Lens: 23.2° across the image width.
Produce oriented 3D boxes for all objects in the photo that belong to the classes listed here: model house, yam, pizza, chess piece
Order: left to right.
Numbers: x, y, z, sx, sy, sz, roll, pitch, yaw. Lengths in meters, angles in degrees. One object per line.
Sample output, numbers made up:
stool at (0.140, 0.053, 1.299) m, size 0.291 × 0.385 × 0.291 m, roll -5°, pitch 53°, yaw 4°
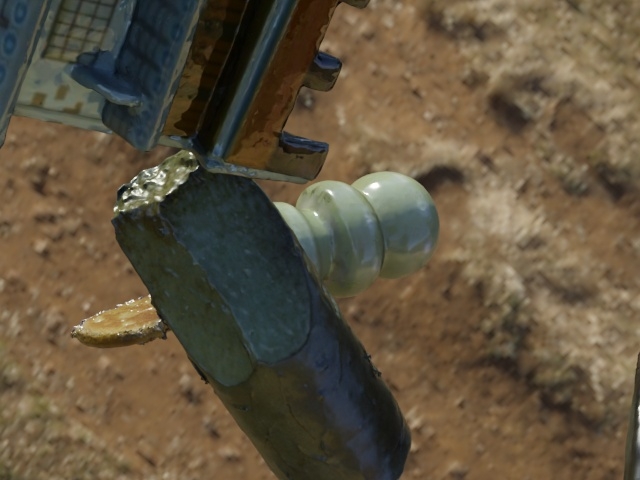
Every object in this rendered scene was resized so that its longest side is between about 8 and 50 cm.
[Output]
model house at (-0.093, -0.159, 0.802) m, size 0.215 × 0.224 × 0.198 m, roll 11°, pitch 27°, yaw -31°
pizza at (-0.139, 0.069, 1.217) m, size 0.100 × 0.099 × 0.029 m, roll -23°, pitch 105°, yaw -14°
yam at (-0.033, 0.063, 1.007) m, size 0.259 × 0.106 × 0.106 m, roll 57°, pitch 33°, yaw -27°
chess piece at (0.000, 0.000, 1.482) m, size 0.251 × 0.144 × 0.144 m, roll -16°, pitch 63°, yaw -30°

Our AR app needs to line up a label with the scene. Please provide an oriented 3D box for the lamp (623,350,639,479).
lamp at (0.218, 0.104, 0.471) m, size 0.257 × 0.303 × 0.303 m, roll 5°, pitch 40°, yaw 14°
